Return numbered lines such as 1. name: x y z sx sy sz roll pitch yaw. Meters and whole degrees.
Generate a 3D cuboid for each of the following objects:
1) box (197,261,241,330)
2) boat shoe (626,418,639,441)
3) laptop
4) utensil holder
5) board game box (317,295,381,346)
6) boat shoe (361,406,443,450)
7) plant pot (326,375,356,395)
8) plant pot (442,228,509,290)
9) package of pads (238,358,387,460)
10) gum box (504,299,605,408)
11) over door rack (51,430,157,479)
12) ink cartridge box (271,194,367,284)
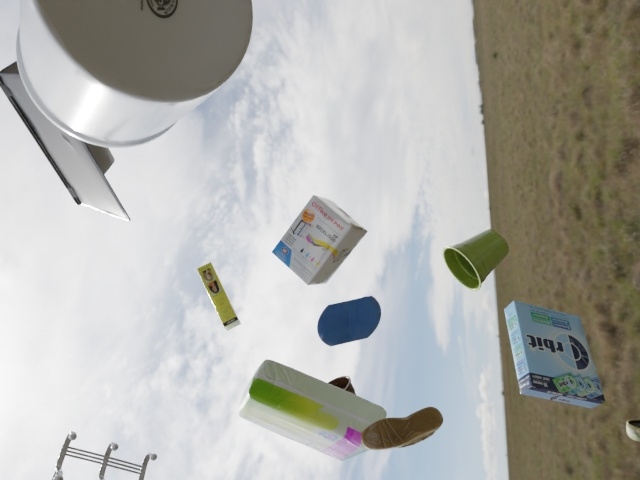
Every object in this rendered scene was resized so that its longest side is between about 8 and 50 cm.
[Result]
1. box: -0.355 0.196 1.727 0.232 0.058 0.087 60 169 17
2. boat shoe: 0.790 0.431 1.133 0.048 0.152 0.056 64 -148 -33
3. laptop: -0.620 -0.298 1.304 0.408 0.236 0.382 -85 -17 -52
4. utensil holder: -0.324 -0.345 0.834 0.327 0.385 0.328 -1 -88 -32
5. board game box: 0.067 0.192 1.223 0.033 0.168 0.133 -122 26 -55
6. boat shoe: 0.163 0.385 0.980 0.063 0.169 0.059 -112 14 -46
7. plant pot: 0.066 0.542 1.540 0.165 0.166 0.167 57 -155 -4
8. plant pot: 0.251 0.023 0.781 0.079 0.083 0.083 -34 -48 -13
9. package of pads: -0.030 0.386 1.110 0.229 0.296 0.101 119 175 -57
10. gum box: 0.453 0.220 0.968 0.041 0.156 0.185 116 164 -48
11. over door rack: -0.552 0.654 1.190 0.239 0.108 0.325 29 -130 -25
12. ink cartridge box: 0.000 0.000 1.581 0.233 0.171 0.168 -53 -19 11
